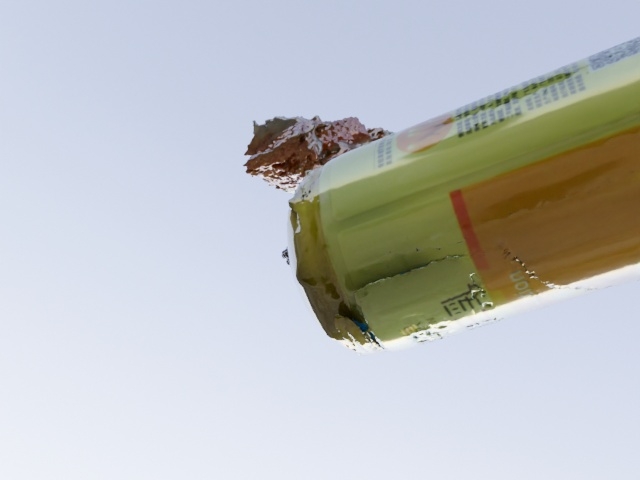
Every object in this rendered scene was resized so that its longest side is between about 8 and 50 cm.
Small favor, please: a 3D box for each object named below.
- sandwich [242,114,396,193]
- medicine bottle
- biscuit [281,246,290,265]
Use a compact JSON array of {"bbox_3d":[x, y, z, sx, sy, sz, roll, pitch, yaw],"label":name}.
[{"bbox_3d":[0.014,-0.109,0.928,0.184,0.160,0.109,8,-97,26],"label":"sandwich"},{"bbox_3d":[0.095,-0.016,0.400,0.238,0.124,0.124,-21,-75,21],"label":"medicine bottle"},{"bbox_3d":[0.000,0.000,0.832,0.089,0.087,0.027,-30,-90,10],"label":"biscuit"}]
